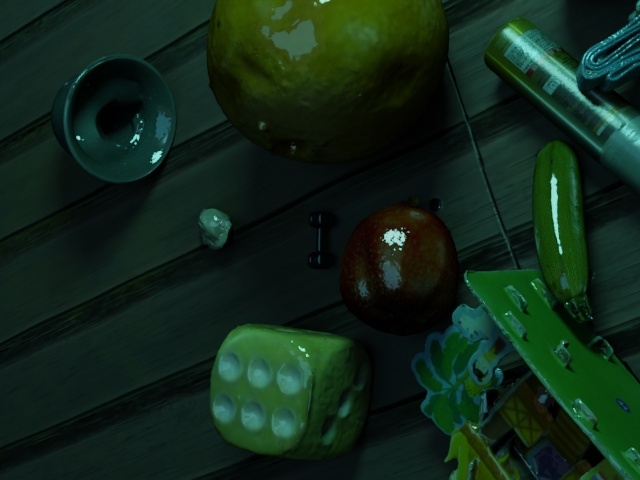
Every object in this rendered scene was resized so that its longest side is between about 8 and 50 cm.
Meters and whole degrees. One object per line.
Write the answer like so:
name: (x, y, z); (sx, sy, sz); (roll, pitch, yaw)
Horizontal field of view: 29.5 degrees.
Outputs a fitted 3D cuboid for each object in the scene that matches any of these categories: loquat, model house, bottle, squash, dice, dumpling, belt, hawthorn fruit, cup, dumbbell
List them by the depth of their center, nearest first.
model house: (0.224, 0.242, 1.481); (0.313, 0.242, 0.358); (-47, 66, 22)
belt: (0.386, -0.250, 1.485); (0.179, 0.065, 0.100); (-28, 79, -5)
squash: (0.300, -0.015, 1.521); (0.066, 0.066, 0.252); (-16, 59, 29)
bottle: (0.332, -0.169, 1.536); (0.286, 0.082, 0.082); (46, 108, 26)
loquat: (0.008, -0.257, 1.602); (0.328, 0.328, 0.328); (-3, 84, 31)
hawthorn fruit: (0.106, 0.029, 1.612); (0.169, 0.169, 0.188); (-14, 56, 29)
dice: (-0.039, 0.206, 1.673); (0.169, 0.169, 0.166); (6, 89, 31)
dumbbell: (0.000, 0.000, 1.746); (0.036, 0.040, 0.083); (1, 86, 1)
dumpling: (-0.163, -0.018, 1.834); (0.076, 0.052, 0.057); (22, 86, 20)
cup: (-0.347, -0.192, 1.905); (0.150, 0.199, 0.199); (10, 91, 49)
